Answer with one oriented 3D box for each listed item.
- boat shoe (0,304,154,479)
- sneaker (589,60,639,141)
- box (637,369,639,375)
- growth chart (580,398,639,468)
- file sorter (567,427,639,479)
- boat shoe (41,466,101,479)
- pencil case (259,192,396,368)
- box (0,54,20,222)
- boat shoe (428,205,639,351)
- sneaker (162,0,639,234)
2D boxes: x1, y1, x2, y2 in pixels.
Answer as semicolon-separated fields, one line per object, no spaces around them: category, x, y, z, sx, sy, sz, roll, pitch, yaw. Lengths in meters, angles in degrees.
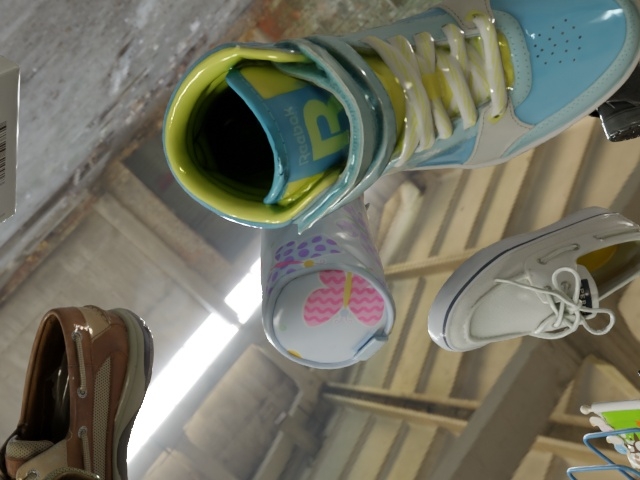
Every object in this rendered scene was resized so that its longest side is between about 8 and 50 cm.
boat shoe;-0.254;0.217;0.689;0.123;0.116;0.325;-10;-113;34
sneaker;0.323;-0.152;0.721;0.170;0.089;0.051;-14;163;-14
box;0.458;0.192;0.829;0.114;0.036;0.207;-36;-164;17
growth chart;0.568;0.344;1.210;0.172;0.237;0.021;-35;-166;50
file sorter;0.275;0.274;0.665;0.170;0.104;0.118;-53;179;-24
boat shoe;-0.164;0.197;0.472;0.257;0.095;0.095;-8;169;29
pencil case;0.000;0.000;0.701;0.113;0.124;0.273;-33;-153;16
box;-0.375;-0.077;0.633;0.182;0.119;0.181;-49;164;-50
boat shoe;0.329;0.070;0.984;0.367;0.136;0.156;-21;-151;-24
sneaker;0.054;-0.084;0.438;0.318;0.127;0.208;-18;-171;12
